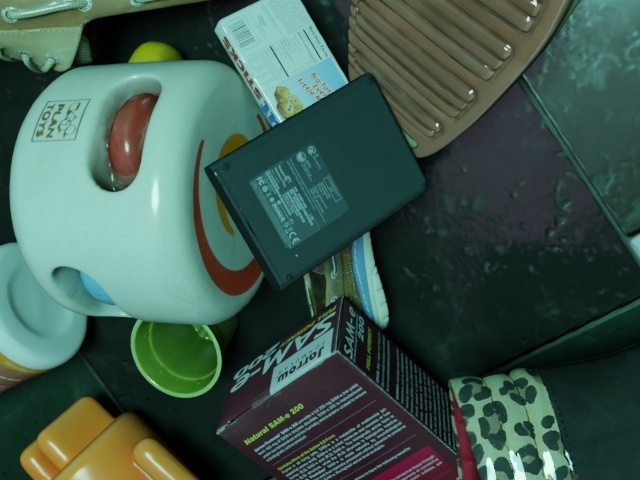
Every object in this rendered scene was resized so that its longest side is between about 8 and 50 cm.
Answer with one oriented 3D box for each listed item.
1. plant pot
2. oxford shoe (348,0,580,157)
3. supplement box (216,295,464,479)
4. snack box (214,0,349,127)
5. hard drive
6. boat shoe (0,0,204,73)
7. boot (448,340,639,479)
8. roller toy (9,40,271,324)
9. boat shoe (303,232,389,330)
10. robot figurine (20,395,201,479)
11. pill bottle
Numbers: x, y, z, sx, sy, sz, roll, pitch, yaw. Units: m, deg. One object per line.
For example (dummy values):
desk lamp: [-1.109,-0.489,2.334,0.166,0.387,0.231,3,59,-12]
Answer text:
plant pot: [-0.109,0.081,0.679,0.083,0.079,0.083,6,111,16]
oxford shoe: [0.140,-0.211,0.469,0.140,0.146,0.397,47,138,16]
supplement box: [0.050,0.169,0.626,0.130,0.073,0.239,-37,112,25]
snack box: [-0.003,-0.091,0.563,0.178,0.064,0.022,59,159,-4]
hard drive: [0.002,-0.042,0.528,0.135,0.022,0.094,-34,102,-20]
boat shoe: [-0.208,-0.177,0.569,0.324,0.123,0.117,-18,114,3]
boot: [0.253,0.224,0.531,0.284,0.138,0.378,-12,101,-1]
roller toy: [-0.128,-0.038,0.582,0.146,0.191,0.210,2,109,18]
boat shoe: [0.000,0.000,0.610,0.066,0.066,0.183,-23,103,-19]
robot figurine: [-0.180,0.254,0.737,0.158,0.128,0.219,-44,90,-2]
pill bottle: [-0.337,0.095,0.735,0.216,0.121,0.121,-25,99,23]
